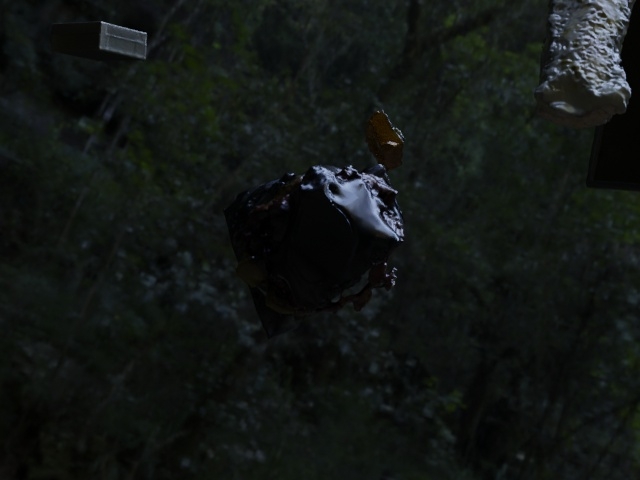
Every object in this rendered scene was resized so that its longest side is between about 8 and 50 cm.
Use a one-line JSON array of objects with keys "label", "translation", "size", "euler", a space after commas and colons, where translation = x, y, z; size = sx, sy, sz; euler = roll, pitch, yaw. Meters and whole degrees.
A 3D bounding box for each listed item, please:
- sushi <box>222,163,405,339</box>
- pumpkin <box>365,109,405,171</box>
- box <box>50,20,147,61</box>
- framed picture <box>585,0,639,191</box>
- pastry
[{"label": "sushi", "translation": [0.000, 0.000, 1.012], "size": [0.172, 0.153, 0.150], "euler": [-20, -1, 1]}, {"label": "pumpkin", "translation": [0.107, -0.161, 1.690], "size": [0.054, 0.074, 0.083], "euler": [-23, -23, -6]}, {"label": "box", "translation": [-0.259, -0.230, 1.221], "size": [0.083, 0.035, 0.079], "euler": [5, 2, 33]}, {"label": "framed picture", "translation": [0.473, -0.206, 1.432], "size": [0.016, 0.289, 0.213], "euler": [12, -1, -37]}, {"label": "pastry", "translation": [0.322, -0.229, 1.269], "size": [0.122, 0.258, 0.089], "euler": [0, -36, 17]}]
